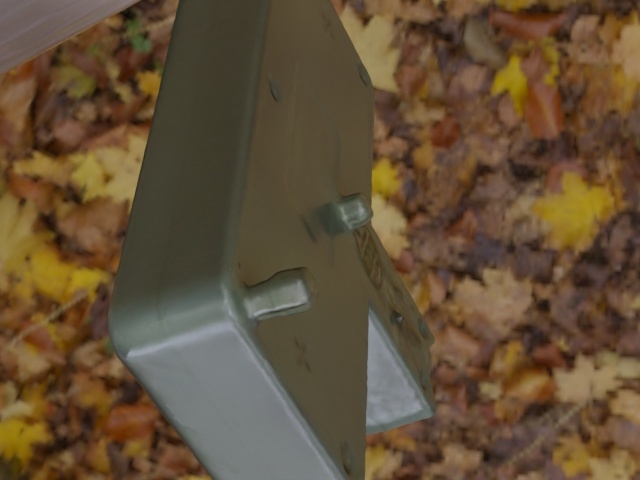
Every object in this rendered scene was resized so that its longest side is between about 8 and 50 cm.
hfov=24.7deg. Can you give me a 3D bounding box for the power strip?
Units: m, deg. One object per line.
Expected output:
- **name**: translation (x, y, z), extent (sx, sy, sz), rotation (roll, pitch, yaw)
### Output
- **power strip**: translation (0.000, 0.000, 0.482), extent (0.061, 0.216, 0.145), rotation (-17, 127, 17)

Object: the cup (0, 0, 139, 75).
- **cup**: translation (-0.218, -0.224, 0.819), extent (0.273, 0.288, 0.208), rotation (-19, 161, 28)
